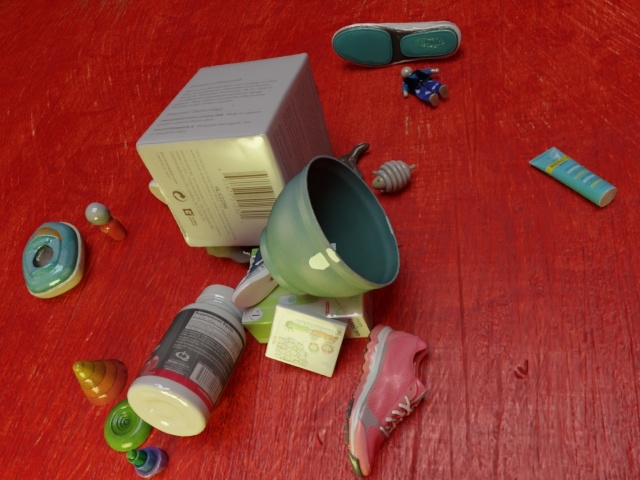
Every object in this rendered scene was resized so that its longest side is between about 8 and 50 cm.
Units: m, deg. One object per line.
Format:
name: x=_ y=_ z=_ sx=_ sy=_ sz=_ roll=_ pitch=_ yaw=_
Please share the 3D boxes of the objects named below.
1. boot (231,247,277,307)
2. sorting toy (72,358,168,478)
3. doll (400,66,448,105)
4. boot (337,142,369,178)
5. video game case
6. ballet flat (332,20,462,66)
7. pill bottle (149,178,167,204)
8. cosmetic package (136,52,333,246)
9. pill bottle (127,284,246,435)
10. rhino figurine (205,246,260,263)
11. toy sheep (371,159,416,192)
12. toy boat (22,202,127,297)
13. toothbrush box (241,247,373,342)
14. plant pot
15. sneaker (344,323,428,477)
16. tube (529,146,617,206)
boot: x=-0.138 y=0.073 z=1.228 sx=0.190 sy=0.069 sz=0.086 roll=-37 pitch=45 yaw=-18
sorting toy: x=-0.482 y=0.391 z=1.241 sx=0.127 sy=0.126 sz=0.366 roll=-42 pitch=53 yaw=-11
doll: x=0.303 y=-0.470 z=1.598 sx=0.129 sy=0.046 sz=0.189 roll=-40 pitch=47 yaw=2
boot: x=0.105 y=-0.210 z=1.497 sx=0.106 sy=0.037 sz=0.114 roll=-30 pitch=48 yaw=14
video game case: x=-0.034 y=0.218 z=1.174 sx=0.157 sy=0.143 sz=0.019 roll=17 pitch=27 yaw=5
ballet flat: x=0.242 y=-0.631 z=1.696 sx=0.401 sy=0.139 sz=0.139 roll=3 pitch=58 yaw=16
pill bottle: x=-0.412 y=-0.210 z=1.628 sx=0.118 sy=0.117 sz=0.208 roll=19 pitch=65 yaw=29
cosmetic package: x=-0.186 y=-0.229 z=1.381 sx=0.328 sy=0.329 sz=0.393 roll=-2 pitch=42 yaw=19
pill bottle: x=-0.272 y=0.252 z=1.199 sx=0.177 sy=0.176 sz=0.318 roll=0 pitch=38 yaw=20
rhino figurine: x=-0.205 y=0.014 z=1.430 sx=0.244 sy=0.073 sz=0.106 roll=13 pitch=56 yaw=29
toy sheep: x=0.193 y=-0.171 z=1.413 sx=0.132 sy=0.091 sz=0.091 roll=-31 pitch=53 yaw=-10
toy boat: x=-0.740 y=0.006 z=1.577 sx=0.318 sy=0.148 sz=0.267 roll=-30 pitch=53 yaw=-2
toothbrush box: x=-0.024 y=0.119 z=1.268 sx=0.284 sy=0.122 sz=0.206 roll=-5 pitch=56 yaw=14
plant pot: x=0.000 y=0.000 z=1.116 sx=0.196 sy=0.293 sz=0.292 roll=-32 pitch=48 yaw=30
sneaker: x=0.140 y=0.317 z=1.080 sx=0.136 sy=0.116 sz=0.313 roll=6 pitch=59 yaw=21
tube: x=0.605 y=-0.157 z=1.285 sx=0.080 sy=0.052 sz=0.207 roll=-27 pitch=46 yaw=-13
